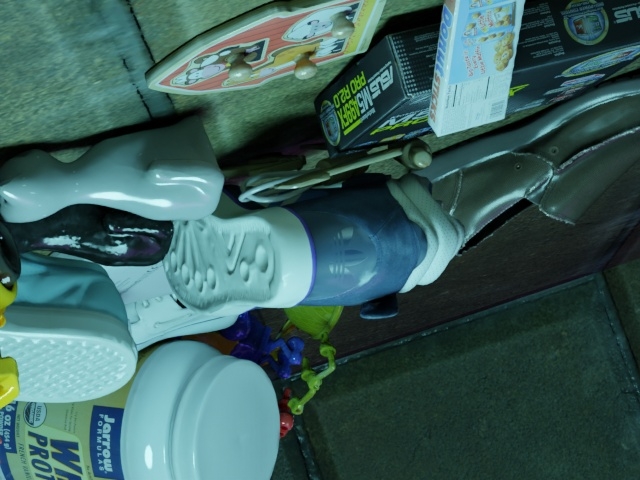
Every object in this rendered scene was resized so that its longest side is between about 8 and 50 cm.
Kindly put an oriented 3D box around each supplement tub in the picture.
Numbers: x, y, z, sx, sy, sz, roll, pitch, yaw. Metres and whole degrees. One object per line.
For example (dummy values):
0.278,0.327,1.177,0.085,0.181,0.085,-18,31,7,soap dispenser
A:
-0.232,0.229,2.422,0.316,0.228,0.228,3,-177,30,supplement tub

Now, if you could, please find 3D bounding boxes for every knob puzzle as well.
-0.043,-0.144,1.558,0.213,0.030,0.213,-18,171,-3,knob puzzle

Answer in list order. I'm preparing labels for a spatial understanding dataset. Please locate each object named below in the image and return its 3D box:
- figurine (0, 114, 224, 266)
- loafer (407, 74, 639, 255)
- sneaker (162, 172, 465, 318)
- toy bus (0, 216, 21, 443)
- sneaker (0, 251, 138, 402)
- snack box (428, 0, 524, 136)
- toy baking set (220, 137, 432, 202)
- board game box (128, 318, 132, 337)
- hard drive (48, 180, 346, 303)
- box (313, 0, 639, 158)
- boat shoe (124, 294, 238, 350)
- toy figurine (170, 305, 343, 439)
-0.216,-0.031,1.719,0.209,0.092,0.215,-9,166,-27,figurine
0.281,-0.081,2.220,0.366,0.130,0.134,-22,170,20,loafer
0.000,0.000,1.920,0.236,0.130,0.323,-8,-173,-27,sneaker
-0.304,0.089,1.564,0.149,0.211,0.220,-24,172,8,toy bus
-0.354,0.055,1.816,0.366,0.150,0.135,13,130,-27,sneaker
0.126,-0.159,1.569,0.064,0.022,0.178,-15,140,-17,snack box
0.010,-0.066,1.848,0.196,0.030,0.256,-13,-169,-10,toy baking set
-0.416,0.138,2.077,0.318,0.066,0.318,-7,178,31,board game box
-0.152,0.015,2.192,0.353,0.047,0.233,-12,168,-32,hard drive
0.152,-0.153,1.749,0.270,0.060,0.216,-15,174,-20,box
-0.201,0.070,2.339,0.258,0.095,0.084,-17,142,-36,boat shoe
-0.126,0.135,2.507,0.217,0.191,0.362,18,148,-12,toy figurine
